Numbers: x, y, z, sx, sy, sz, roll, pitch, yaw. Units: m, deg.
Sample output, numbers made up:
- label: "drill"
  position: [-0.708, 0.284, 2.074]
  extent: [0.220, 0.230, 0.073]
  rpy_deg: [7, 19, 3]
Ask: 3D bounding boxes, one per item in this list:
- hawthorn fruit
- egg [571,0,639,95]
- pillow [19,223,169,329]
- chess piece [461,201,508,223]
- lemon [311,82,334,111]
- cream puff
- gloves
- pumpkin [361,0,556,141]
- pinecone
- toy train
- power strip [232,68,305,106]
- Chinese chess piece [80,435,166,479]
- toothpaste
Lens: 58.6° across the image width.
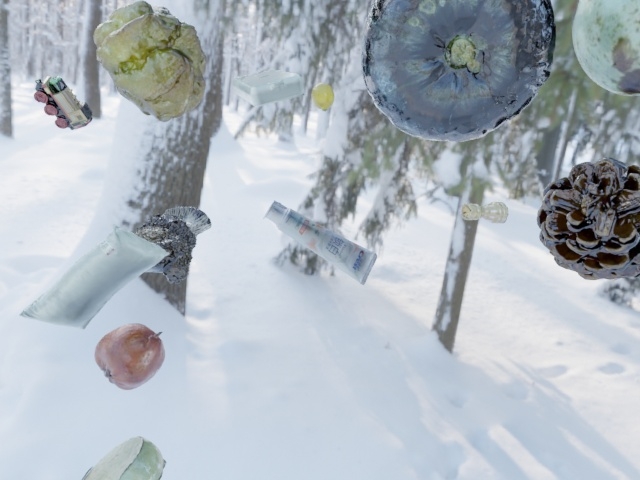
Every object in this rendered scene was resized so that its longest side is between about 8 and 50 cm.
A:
- label: "hawthorn fruit"
  position: [-0.507, 0.307, 1.570]
  extent: [0.179, 0.179, 0.200]
  rpy_deg: [17, 37, 37]
- label: "egg"
  position: [0.435, -0.311, 0.777]
  extent: [0.169, 0.231, 0.169]
  rpy_deg: [5, -9, 1]
- label: "pillow"
  position: [-0.422, 0.080, 1.083]
  extent: [0.078, 0.254, 0.144]
  rpy_deg: [52, 7, 28]
- label: "chess piece"
  position: [0.465, -0.080, 1.623]
  extent: [0.122, 0.066, 0.066]
  rpy_deg: [1, 15, -21]
- label: "lemon"
  position: [0.007, -0.381, 1.514]
  extent: [0.062, 0.083, 0.062]
  rpy_deg: [-6, -13, -1]
- label: "cream puff"
  position: [-0.334, -0.364, 1.154]
  extent: [0.244, 0.196, 0.244]
  rpy_deg: [40, 0, 0]
- label: "gloves"
  position: [-0.423, 0.010, 1.543]
  extent: [0.211, 0.135, 0.312]
  rpy_deg: [18, 29, 18]
- label: "pumpkin"
  position: [0.165, -0.233, 0.692]
  extent: [0.233, 0.232, 0.163]
  rpy_deg: [7, 24, 1]
- label: "pinecone"
  position: [0.535, -0.035, 1.066]
  extent: [0.244, 0.243, 0.257]
  rpy_deg: [9, 1, 10]
- label: "toy train"
  position: [-0.602, -0.323, 1.335]
  extent: [0.087, 0.137, 0.050]
  rpy_deg: [-15, 42, 12]
- label: "power strip"
  position: [-0.088, -0.248, 0.915]
  extent: [0.082, 0.035, 0.192]
  rpy_deg: [-19, 24, -12]
- label: "Chinese chess piece"
  position: [-0.419, 0.502, 1.197]
  extent: [0.189, 0.083, 0.188]
  rpy_deg: [-32, 17, 11]
- label: "toothpaste"
  position: [0.000, 0.000, 1.522]
  extent: [0.323, 0.100, 0.066]
  rpy_deg: [30, -23, -8]
